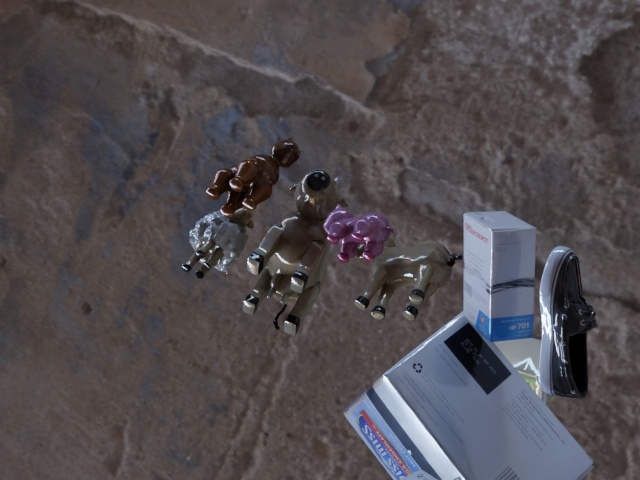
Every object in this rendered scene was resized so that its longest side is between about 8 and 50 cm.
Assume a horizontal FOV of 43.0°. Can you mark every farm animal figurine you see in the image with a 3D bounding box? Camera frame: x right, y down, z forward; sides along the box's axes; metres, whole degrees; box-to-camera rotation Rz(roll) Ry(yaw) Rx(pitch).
[{"bbox_3d":[0.000,0.000,1.137,0.172,0.330,0.327,-56,2,-40],"label":"farm animal figurine"}]

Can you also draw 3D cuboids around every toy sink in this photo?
[{"bbox_3d":[0.536,0.349,2.068,0.131,0.234,0.153,-46,-41,-40],"label":"toy sink"}]

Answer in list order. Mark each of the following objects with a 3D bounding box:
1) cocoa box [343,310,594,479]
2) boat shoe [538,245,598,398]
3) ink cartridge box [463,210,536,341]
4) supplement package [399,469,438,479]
[{"bbox_3d":[0.256,0.354,1.465,0.231,0.347,0.228,-31,-15,-31],"label":"cocoa box"},{"bbox_3d":[0.367,0.124,1.187,0.080,0.076,0.228,-7,-77,-47],"label":"boat shoe"},{"bbox_3d":[0.297,0.057,1.366,0.139,0.082,0.191,-123,31,-73],"label":"ink cartridge box"},{"bbox_3d":[0.113,0.502,1.169,0.262,0.199,0.198,-17,-73,-28],"label":"supplement package"}]
